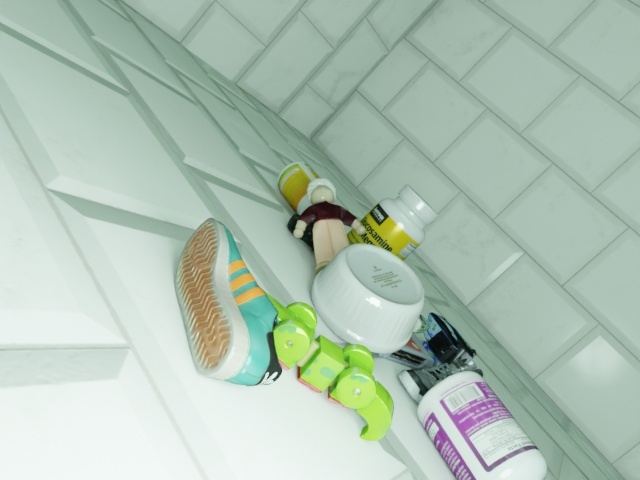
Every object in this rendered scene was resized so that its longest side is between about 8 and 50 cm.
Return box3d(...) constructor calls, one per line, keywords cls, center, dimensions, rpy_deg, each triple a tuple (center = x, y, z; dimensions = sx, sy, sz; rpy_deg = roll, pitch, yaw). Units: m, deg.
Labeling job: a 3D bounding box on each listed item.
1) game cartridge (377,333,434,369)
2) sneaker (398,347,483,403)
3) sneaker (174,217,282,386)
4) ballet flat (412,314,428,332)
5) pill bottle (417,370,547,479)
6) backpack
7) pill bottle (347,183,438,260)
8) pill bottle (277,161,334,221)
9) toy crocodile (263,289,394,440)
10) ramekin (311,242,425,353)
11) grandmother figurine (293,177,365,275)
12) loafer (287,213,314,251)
box3d(cls="game cartridge", center=(0.185, 0.248, 1.464), dimensions=(0.294, 0.060, 0.196), rpy_deg=(30, 15, -50))
box3d(cls="sneaker", center=(0.302, 0.329, 1.325), dimensions=(0.268, 0.153, 0.101), rpy_deg=(31, 18, -48))
box3d(cls="sneaker", center=(-0.136, 0.093, 0.813), dimensions=(0.121, 0.108, 0.302), rpy_deg=(35, 23, -40))
box3d(cls="ballet flat", center=(0.214, 0.205, 1.433), dimensions=(0.188, 0.070, 0.070), rpy_deg=(32, 15, -14))
box3d(cls="pill bottle", center=(0.340, 0.429, 1.084), dimensions=(0.169, 0.169, 0.302), rpy_deg=(32, 18, -45))
box3d(cls="backpack", center=(0.386, 0.320, 1.716), dimensions=(0.158, 0.117, 0.173), rpy_deg=(32, 18, -45))
box3d(cls="pill bottle", center=(0.204, -0.010, 1.700), dimensions=(0.188, 0.334, 0.188), rpy_deg=(42, 12, -11))
box3d(cls="pill bottle", center=(-0.038, -0.146, 1.832), dimensions=(0.136, 0.136, 0.246), rpy_deg=(29, 20, -51))
box3d(cls="toy crocodile", center=(-0.007, 0.201, 0.905), dimensions=(0.340, 0.105, 0.115), rpy_deg=(38, 13, -8))
box3d(cls="ramekin", center=(0.122, 0.121, 1.274), dimensions=(0.272, 0.127, 0.273), rpy_deg=(21, 31, -13))
box3d(cls="grandmother figurine", center=(0.027, -0.044, 1.524), dimensions=(0.207, 0.104, 0.343), rpy_deg=(7, 47, -23))
box3d(cls="loafer", center=(0.000, 0.000, 1.608), dimensions=(0.223, 0.076, 0.078), rpy_deg=(40, 22, -3))
